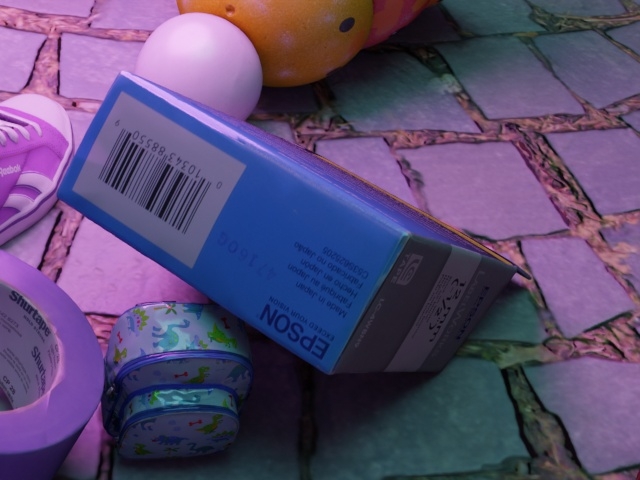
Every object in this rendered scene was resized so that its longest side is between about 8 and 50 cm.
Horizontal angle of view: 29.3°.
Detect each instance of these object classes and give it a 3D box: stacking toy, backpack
[{"bbox_3d":[-0.031,-0.267,1.232,0.351,0.350,0.480,25,60,16],"label":"stacking toy"},{"bbox_3d":[-0.096,0.098,0.840,0.105,0.114,0.084,0,53,-16],"label":"backpack"}]

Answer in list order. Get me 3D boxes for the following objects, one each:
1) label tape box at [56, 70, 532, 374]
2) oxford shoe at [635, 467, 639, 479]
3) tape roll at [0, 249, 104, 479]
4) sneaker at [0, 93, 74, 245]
[{"bbox_3d":[0.000,0.000,0.957,0.249,0.115,0.348,30,5,23],"label":"label tape box"},{"bbox_3d":[0.318,0.139,0.853,0.130,0.123,0.348,39,33,15],"label":"oxford shoe"},{"bbox_3d":[-0.243,0.087,0.797,0.189,0.080,0.189,24,32,-16],"label":"tape roll"},{"bbox_3d":[-0.277,-0.079,0.980,0.102,0.161,0.282,16,37,8],"label":"sneaker"}]
